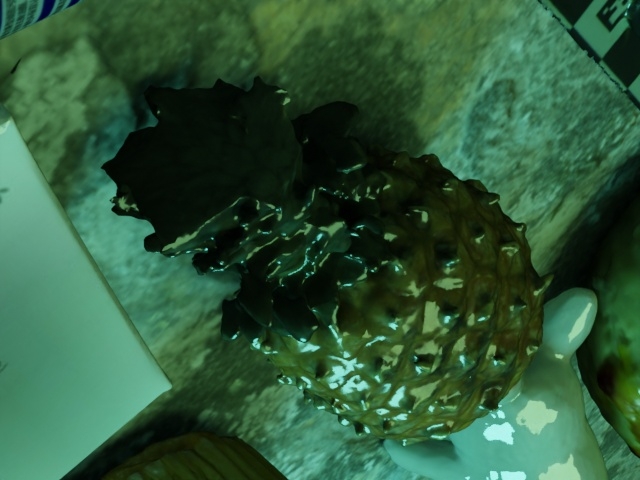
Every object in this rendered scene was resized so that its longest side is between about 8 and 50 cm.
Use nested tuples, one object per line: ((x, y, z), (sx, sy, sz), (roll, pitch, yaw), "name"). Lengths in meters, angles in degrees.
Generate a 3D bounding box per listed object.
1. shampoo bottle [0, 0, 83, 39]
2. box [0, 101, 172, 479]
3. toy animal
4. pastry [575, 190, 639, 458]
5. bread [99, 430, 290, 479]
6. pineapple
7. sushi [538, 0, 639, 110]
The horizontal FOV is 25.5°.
((-0.121, -0.104, 0.448), (0.303, 0.092, 0.092), (-32, 147, -26), "shampoo bottle")
((-0.202, 0.061, 0.529), (0.252, 0.106, 0.203), (-41, 148, -15), "box")
((0.136, 0.129, 1.045), (0.140, 0.138, 0.282), (-40, 127, -30), "toy animal")
((0.285, 0.057, 1.061), (0.170, 0.237, 0.256), (23, 118, -24), "pastry")
((-0.094, 0.203, 0.841), (0.199, 0.104, 0.199), (-37, 153, -23), "bread")
((0.000, 0.000, 0.706), (0.158, 0.158, 0.279), (-50, 139, 3), "pineapple")
((0.287, -0.237, 0.855), (0.343, 0.064, 0.359), (-52, 150, 7), "sushi")
